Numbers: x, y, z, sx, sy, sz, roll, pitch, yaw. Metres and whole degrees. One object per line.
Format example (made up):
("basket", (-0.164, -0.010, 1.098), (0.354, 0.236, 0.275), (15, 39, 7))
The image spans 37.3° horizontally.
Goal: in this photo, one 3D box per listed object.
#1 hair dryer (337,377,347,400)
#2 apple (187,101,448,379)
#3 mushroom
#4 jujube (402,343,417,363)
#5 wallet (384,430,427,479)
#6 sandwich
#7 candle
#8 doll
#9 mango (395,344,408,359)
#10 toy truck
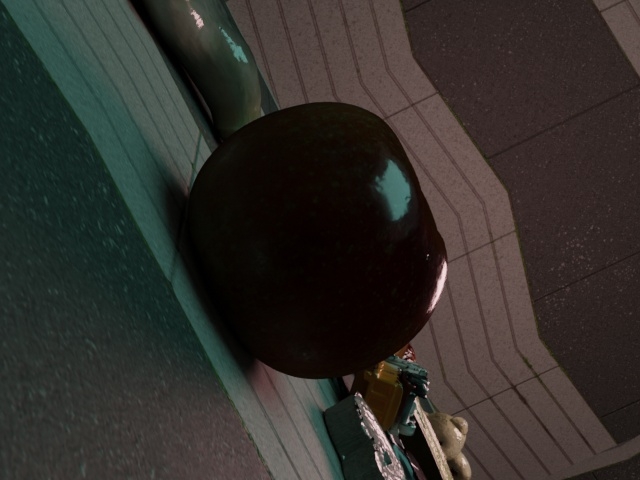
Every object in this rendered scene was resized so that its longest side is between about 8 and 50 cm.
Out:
("hair dryer", (0.033, 0.252, 1.668), (0.079, 0.031, 0.083), (16, 56, -69))
("apple", (0.003, -0.004, 1.172), (0.348, 0.276, 0.349), (-25, 90, -85))
("mushroom", (-0.192, -0.321, 1.642), (0.177, 0.126, 0.397), (-96, 162, -46))
("jujube", (0.221, 0.344, 2.643), (0.112, 0.109, 0.176), (18, 37, -32))
("wallet", (0.164, 0.449, 1.754), (0.170, 0.069, 0.231), (51, 17, -64))
("sandwich", (0.214, 0.465, 2.062), (0.258, 0.096, 0.094), (65, 11, -2))
("candle", (0.077, 0.335, 1.434), (0.168, 0.068, 0.192), (52, 14, -52))
("doll", (0.351, 0.620, 2.685), (0.149, 0.175, 0.278), (-48, 129, -44))
("mango", (0.098, 0.163, 2.052), (0.201, 0.152, 0.287), (54, -8, 52))
("toy truck", (0.119, 0.275, 1.717), (0.270, 0.135, 0.114), (-18, 127, -84))
